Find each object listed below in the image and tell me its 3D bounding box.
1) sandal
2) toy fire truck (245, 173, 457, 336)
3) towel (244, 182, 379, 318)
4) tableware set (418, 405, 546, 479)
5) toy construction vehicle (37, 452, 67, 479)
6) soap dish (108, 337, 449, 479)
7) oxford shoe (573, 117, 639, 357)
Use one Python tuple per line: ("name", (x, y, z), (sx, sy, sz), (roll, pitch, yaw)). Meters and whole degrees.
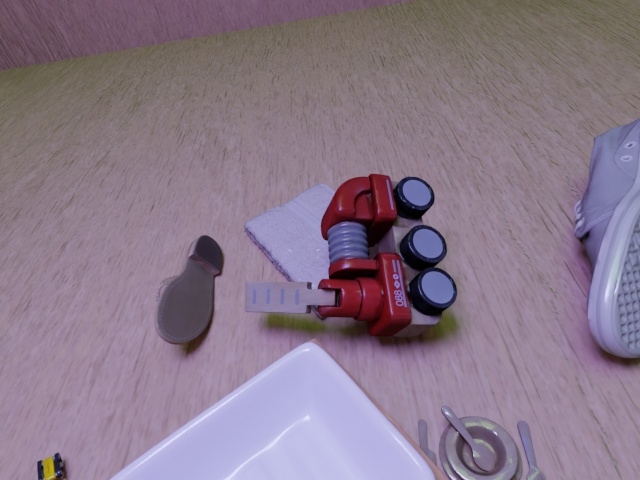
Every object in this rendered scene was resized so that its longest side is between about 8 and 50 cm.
("sandal", (-0.228, 0.090, 0.701), (0.079, 0.088, 0.240), (-32, 28, 24))
("toy fire truck", (0.027, 0.026, 0.596), (0.246, 0.158, 0.217), (3, 62, -16))
("towel", (0.000, 0.000, 0.750), (0.187, 0.049, 0.282), (-30, 45, -20))
("tableware set", (0.172, 0.267, 0.430), (0.128, 0.039, 0.194), (-3, 43, 9))
("toy construction vehicle", (-0.339, 0.316, 0.497), (0.086, 0.035, 0.098), (-20, 44, -26))
("soap dish", (-0.050, 0.263, 0.424), (0.291, 0.118, 0.229), (-32, 46, -21))
("oxford shoe", (0.445, -0.024, 0.629), (0.130, 0.169, 0.449), (-15, 35, 52))
